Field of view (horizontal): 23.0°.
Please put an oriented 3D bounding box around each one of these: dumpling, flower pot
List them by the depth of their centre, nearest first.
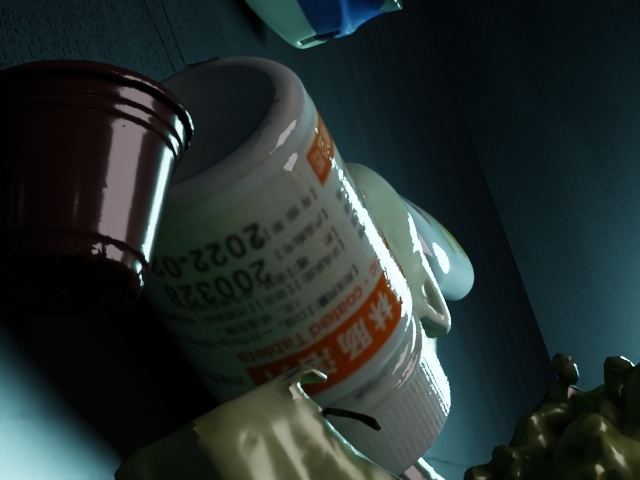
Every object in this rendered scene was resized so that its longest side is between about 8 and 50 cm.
[{"bbox_3d":[-0.114,-0.017,0.722,0.111,0.111,0.089,51,32,-56],"label":"flower pot"},{"bbox_3d":[0.000,0.000,1.168,0.151,0.124,0.229,22,-23,51],"label":"dumpling"}]

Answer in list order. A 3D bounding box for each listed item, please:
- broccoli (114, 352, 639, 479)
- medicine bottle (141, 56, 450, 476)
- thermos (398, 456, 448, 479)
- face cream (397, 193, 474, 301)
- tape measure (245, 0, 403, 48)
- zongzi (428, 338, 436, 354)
[{"bbox_3d":[0.021,0.193,0.655,0.281,0.348,0.293,61,-32,3],"label":"broccoli"},{"bbox_3d":[-0.025,0.027,0.926,0.144,0.144,0.252,-95,163,-53],"label":"medicine bottle"},{"bbox_3d":[0.062,0.225,1.102,0.137,0.105,0.193,-37,104,-45],"label":"thermos"},{"bbox_3d":[0.070,-0.003,1.503,0.144,0.071,0.291,43,7,15],"label":"face cream"},{"bbox_3d":[-0.040,-0.340,1.491,0.262,0.138,0.259,-98,164,-46],"label":"tape measure"},{"bbox_3d":[0.097,0.107,1.515,0.113,0.052,0.104,65,18,10],"label":"zongzi"}]
